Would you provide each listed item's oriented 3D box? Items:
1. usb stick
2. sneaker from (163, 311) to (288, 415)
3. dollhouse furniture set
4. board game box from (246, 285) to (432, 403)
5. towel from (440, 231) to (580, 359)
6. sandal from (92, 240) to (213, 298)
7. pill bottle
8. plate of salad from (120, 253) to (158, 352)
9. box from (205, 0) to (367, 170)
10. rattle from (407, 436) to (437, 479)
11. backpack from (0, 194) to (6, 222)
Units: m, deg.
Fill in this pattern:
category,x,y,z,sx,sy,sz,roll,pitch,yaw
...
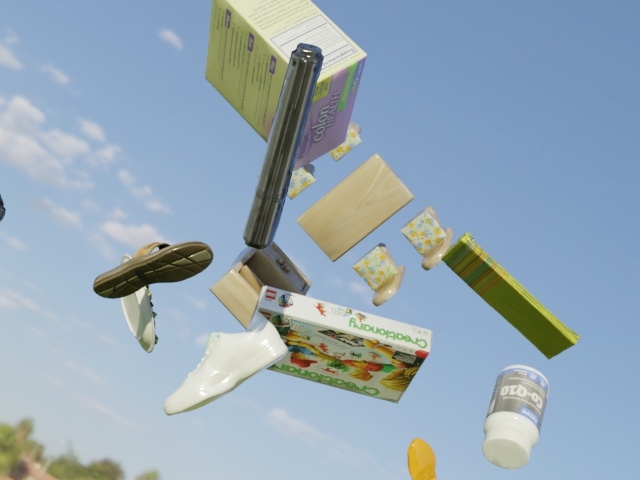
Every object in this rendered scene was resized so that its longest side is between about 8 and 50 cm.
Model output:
category,x,y,z,sx,sy,sz,roll,pitch,yaw
usb stick,-0.050,-0.121,1.490,0.045,0.278,0.077,17,17,0
sneaker,-0.159,0.189,1.746,0.094,0.212,0.080,58,0,9
dollhouse furniture set,0.000,0.000,2.269,0.362,0.394,0.256,48,21,-8
board game box,0.023,0.187,1.999,0.305,0.053,0.193,15,-38,-5
towel,0.291,0.087,1.757,0.237,0.021,0.102,43,-24,3
sandal,-0.300,0.042,2.010,0.219,0.060,0.090,-21,-37,6
pill bottle,0.271,0.247,1.583,0.078,0.137,0.078,12,-48,13
plate of salad,-0.350,0.121,2.214,0.200,0.048,0.199,43,-40,51
box,-0.062,-0.277,1.803,0.243,0.117,0.213,48,-29,21
rattle,0.156,0.442,2.011,0.142,0.130,0.199,56,-9,8
backpack,-0.716,-0.061,2.227,0.182,0.152,0.115,15,-47,-30
